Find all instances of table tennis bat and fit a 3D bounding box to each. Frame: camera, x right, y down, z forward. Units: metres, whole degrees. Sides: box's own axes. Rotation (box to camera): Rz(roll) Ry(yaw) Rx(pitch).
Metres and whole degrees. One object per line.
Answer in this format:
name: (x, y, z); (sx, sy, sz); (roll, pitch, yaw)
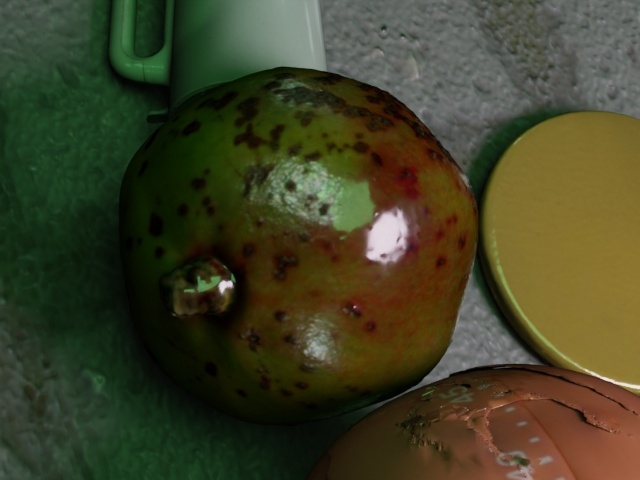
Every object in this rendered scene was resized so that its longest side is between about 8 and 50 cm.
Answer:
table tennis bat: (0.254, 0.025, 0.943); (0.321, 0.050, 0.198); (20, 63, -10)

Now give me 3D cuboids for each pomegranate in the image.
pomegranate: (0.003, 0.012, 0.778); (0.246, 0.198, 0.198); (33, 53, -48)

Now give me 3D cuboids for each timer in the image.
timer: (0.094, 0.178, 0.709); (0.215, 0.229, 0.229); (-10, 73, -22)

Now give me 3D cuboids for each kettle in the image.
kettle: (-0.055, -0.133, 0.868); (0.098, 0.127, 0.148); (25, 53, -47)
